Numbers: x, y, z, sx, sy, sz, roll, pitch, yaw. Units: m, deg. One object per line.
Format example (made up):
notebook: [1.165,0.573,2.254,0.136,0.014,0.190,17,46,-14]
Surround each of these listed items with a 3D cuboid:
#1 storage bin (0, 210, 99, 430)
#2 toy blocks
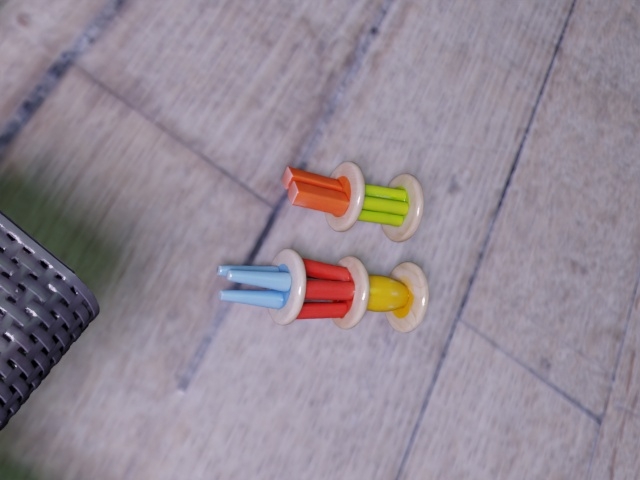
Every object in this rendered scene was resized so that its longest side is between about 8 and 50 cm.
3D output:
storage bin: [-0.193,0.038,0.392,0.122,0.180,0.084,42,59,-13]
toy blocks: [0.000,0.000,0.596,0.148,0.054,0.123,7,72,-29]
